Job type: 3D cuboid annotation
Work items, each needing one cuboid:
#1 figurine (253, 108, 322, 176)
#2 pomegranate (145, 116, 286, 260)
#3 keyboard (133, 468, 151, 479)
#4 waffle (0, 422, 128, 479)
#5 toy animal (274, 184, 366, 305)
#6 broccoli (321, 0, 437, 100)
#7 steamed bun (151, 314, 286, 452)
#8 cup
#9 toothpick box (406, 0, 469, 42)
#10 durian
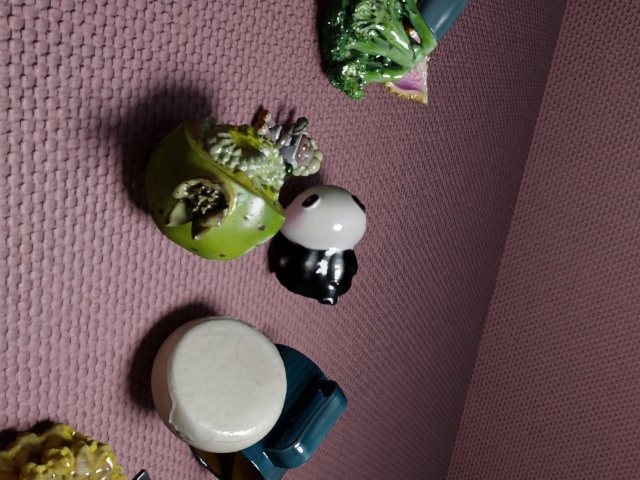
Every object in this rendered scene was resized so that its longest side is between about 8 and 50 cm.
[{"bbox_3d":[-0.066,-0.212,1.446,0.197,0.093,0.147,45,58,-56],"label":"figurine"},{"bbox_3d":[-0.187,-0.083,1.143,0.341,0.260,0.260,-61,162,-73],"label":"pomegranate"},{"bbox_3d":[-0.379,0.668,1.524,0.103,0.041,0.381,-44,135,-36],"label":"keyboard"},{"bbox_3d":[-0.476,0.477,1.138,0.261,0.151,0.324,-6,116,-62],"label":"waffle"},{"bbox_3d":[-0.003,-0.004,1.576,0.212,0.212,0.267,-8,111,-57],"label":"toy animal"},{"bbox_3d":[0.124,-0.459,1.476,0.294,0.245,0.265,-50,172,13],"label":"broccoli"},{"bbox_3d":[-0.218,0.300,1.367,0.283,0.283,0.177,-39,180,-41],"label":"steamed bun"},{"bbox_3d":[-0.122,0.405,1.544,0.292,0.242,0.308,-46,176,-39],"label":"cup"},{"bbox_3d":[0.315,-0.621,1.794,0.184,0.120,0.120,-57,148,-16],"label":"toothpick box"},{"bbox_3d":[0.231,-0.467,1.741,0.182,0.132,0.165,60,44,-39],"label":"durian"}]
